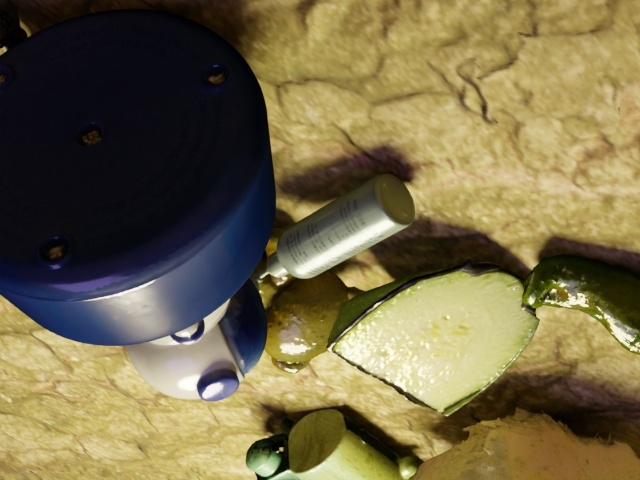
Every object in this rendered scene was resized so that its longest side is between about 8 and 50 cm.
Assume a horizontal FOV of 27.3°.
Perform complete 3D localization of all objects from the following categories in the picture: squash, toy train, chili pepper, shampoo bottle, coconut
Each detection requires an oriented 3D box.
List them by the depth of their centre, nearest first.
[{"bbox_3d":[0.000,0.000,1.240,0.195,0.056,0.056,-28,130,36],"label":"shampoo bottle"},{"bbox_3d":[0.291,0.071,1.249,0.204,0.073,0.072,26,167,3],"label":"chili pepper"},{"bbox_3d":[0.122,0.069,1.332,0.184,0.085,0.192,-42,128,21],"label":"squash"},{"bbox_3d":[0.228,0.357,1.547,0.297,0.297,0.309,21,147,-11],"label":"coconut"},{"bbox_3d":[0.040,0.318,1.734,0.189,0.126,0.307,-39,126,15],"label":"toy train"}]

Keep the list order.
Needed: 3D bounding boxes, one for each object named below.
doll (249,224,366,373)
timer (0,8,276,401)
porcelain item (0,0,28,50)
[{"bbox_3d":[-0.060,0.037,1.348,0.209,0.097,0.137,41,111,-12],"label":"doll"},{"bbox_3d":[-0.142,0.015,1.159,0.270,0.270,0.383,5,150,16],"label":"timer"},{"bbox_3d":[-0.275,-0.169,1.096,0.021,0.075,0.136,-5,144,33],"label":"porcelain item"}]
